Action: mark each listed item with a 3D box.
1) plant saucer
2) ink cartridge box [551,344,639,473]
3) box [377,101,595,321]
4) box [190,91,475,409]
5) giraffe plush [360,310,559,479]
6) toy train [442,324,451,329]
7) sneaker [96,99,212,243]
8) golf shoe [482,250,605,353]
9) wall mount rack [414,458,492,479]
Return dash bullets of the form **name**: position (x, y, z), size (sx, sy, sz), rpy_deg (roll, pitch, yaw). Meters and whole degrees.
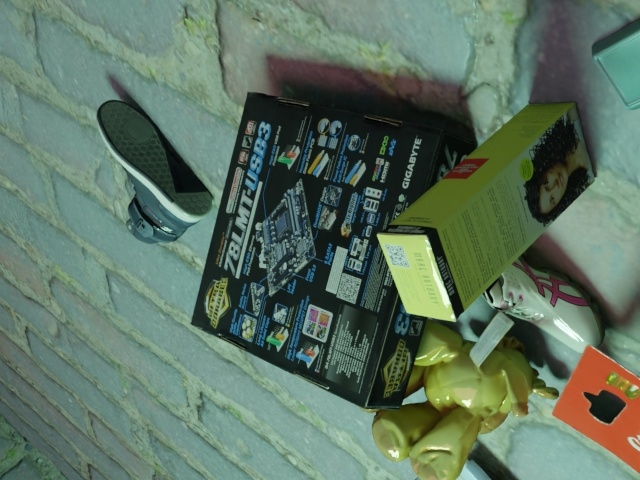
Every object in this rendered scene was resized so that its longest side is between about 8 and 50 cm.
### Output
- **plant saucer**: position (0.291, -0.157, 0.709), size (0.067, 0.018, 0.192), rpy_deg (55, 147, -6)
- **ink cartridge box**: position (0.375, 0.283, 0.885), size (0.385, 0.091, 0.308), rpy_deg (37, 167, 19)
- **box**: position (0.151, -0.032, 0.806), size (0.058, 0.232, 0.087), rpy_deg (8, 129, 48)
- **box**: position (0.000, 0.000, 1.028), size (0.293, 0.073, 0.296), rpy_deg (18, 94, 43)
- **giraffe plush**: position (0.166, 0.159, 1.032), size (0.210, 0.170, 0.181), rpy_deg (-39, 65, 22)
- **toy train**: position (0.129, 0.147, 1.197), size (0.166, 0.046, 0.125), rpy_deg (7, 129, 52)
- **sneaker**: position (-0.280, -0.094, 1.422), size (0.226, 0.086, 0.163), rpy_deg (51, 145, -2)
- **golf shoe**: position (0.210, 0.057, 0.964), size (0.186, 0.086, 0.067), rpy_deg (42, 145, 11)
- **wall mount rack**: position (0.216, 0.394, 1.211), size (0.350, 0.130, 0.304), rpy_deg (45, 164, 9)
